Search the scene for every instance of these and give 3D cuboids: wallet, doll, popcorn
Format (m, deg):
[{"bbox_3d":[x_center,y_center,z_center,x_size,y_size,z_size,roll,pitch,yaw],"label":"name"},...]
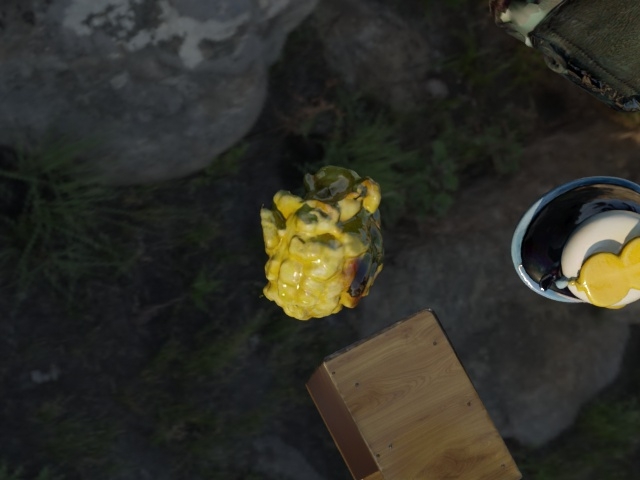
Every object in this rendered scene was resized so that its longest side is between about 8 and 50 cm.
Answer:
[{"bbox_3d":[0.184,-0.127,0.568,0.045,0.172,0.318,57,21,15],"label":"wallet"},{"bbox_3d":[0.307,0.007,1.402,0.314,0.177,0.141,-82,149,-79],"label":"doll"},{"bbox_3d":[0.000,0.002,1.710,0.218,0.169,0.189,-66,156,-52],"label":"popcorn"}]

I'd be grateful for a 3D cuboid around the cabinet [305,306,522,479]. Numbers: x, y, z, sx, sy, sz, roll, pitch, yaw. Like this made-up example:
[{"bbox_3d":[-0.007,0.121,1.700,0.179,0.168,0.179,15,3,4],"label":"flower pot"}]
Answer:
[{"bbox_3d":[0.105,0.215,1.435,0.148,0.175,0.215,-25,78,-13],"label":"cabinet"}]
